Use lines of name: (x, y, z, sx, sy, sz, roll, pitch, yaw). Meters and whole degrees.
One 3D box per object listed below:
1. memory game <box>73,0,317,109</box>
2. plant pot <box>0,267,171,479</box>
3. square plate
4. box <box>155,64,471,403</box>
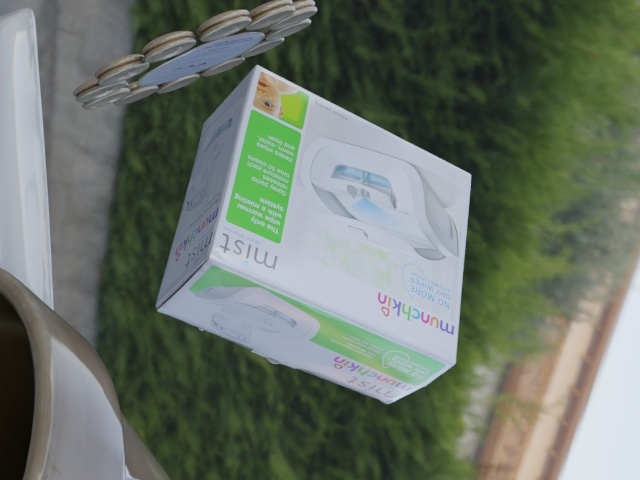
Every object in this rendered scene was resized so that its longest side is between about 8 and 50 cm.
memory game: (-0.089, -0.133, 0.798, 0.186, 0.186, 0.012, -37, 106, -86)
plant pot: (-0.189, 0.218, 0.636, 0.280, 0.323, 0.323, 48, 50, -41)
square plate: (-0.434, -0.064, 1.273, 0.049, 0.344, 0.347, -2, 87, -51)
box: (0.000, 0.000, 1.086, 0.127, 0.262, 0.231, -41, -149, 48)
